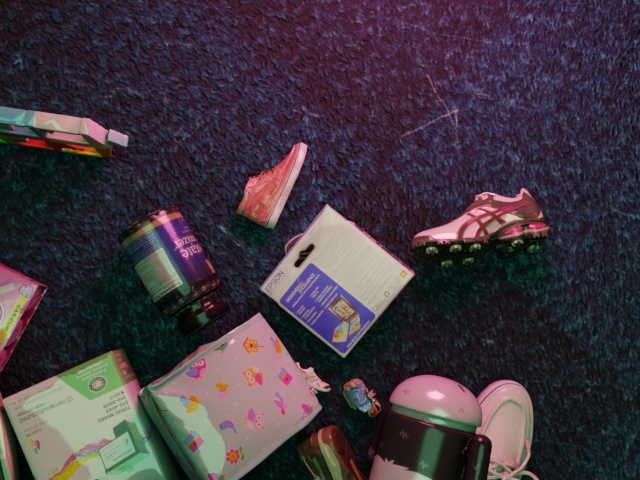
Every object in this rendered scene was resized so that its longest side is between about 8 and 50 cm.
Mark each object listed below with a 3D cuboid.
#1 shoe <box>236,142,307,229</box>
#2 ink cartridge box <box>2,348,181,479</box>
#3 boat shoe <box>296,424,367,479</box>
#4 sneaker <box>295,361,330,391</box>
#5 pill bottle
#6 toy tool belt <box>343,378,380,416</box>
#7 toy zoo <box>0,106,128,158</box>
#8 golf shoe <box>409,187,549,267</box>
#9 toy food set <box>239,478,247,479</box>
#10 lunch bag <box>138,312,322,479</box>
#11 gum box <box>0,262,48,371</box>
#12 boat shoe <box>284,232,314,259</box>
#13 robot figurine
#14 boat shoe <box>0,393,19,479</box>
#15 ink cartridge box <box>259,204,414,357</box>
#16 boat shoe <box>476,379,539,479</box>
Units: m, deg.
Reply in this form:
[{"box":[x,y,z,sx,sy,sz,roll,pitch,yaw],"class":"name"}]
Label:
[{"box":[-0.092,-0.115,1.391,0.081,0.063,0.178,24,86,-7],"class":"shoe"},{"box":[-0.390,0.357,1.284,0.201,0.117,0.278,-24,86,-7],"class":"ink cartridge box"},{"box":[0.039,0.464,1.333,0.095,0.095,0.257,-26,87,16],"class":"boat shoe"},{"box":[-0.016,0.253,1.371,0.083,0.032,0.037,25,82,-2],"class":"sneaker"},{"box":[-0.259,0.059,1.328,0.123,0.123,0.219,-31,87,-7],"class":"pill bottle"},{"box":[0.079,0.295,1.364,0.052,0.051,0.083,-38,88,-8],"class":"toy tool belt"},{"box":[-0.489,-0.192,1.303,0.293,0.192,0.030,8,83,-4],"class":"toy zoo"},{"box":[0.294,-0.023,1.409,0.273,0.105,0.120,-8,66,-10],"class":"golf shoe"},{"box":[-0.233,0.577,1.284,0.306,0.092,0.219,-20,86,-7],"class":"toy food set"},{"box":[-0.148,0.278,1.290,0.262,0.160,0.223,-33,86,-29],"class":"lunch bag"},{"box":[-0.590,0.141,1.321,0.107,0.062,0.188,27,82,-1],"class":"gum box"},{"box":[0.000,0.000,1.397,0.142,0.040,0.049,-16,85,-7],"class":"boat shoe"},{"box":[0.183,0.375,1.282,0.209,0.173,0.278,13,81,12],"class":"robot figurine"},{"box":[-0.577,0.307,1.243,0.091,0.109,0.305,-12,100,-18],"class":"boat shoe"},{"box":[0.030,0.074,1.367,0.208,0.045,0.206,39,96,-2],"class":"ink cartridge box"},{"box":[0.304,0.430,1.314,0.136,0.156,0.367,24,82,-2],"class":"boat shoe"}]
